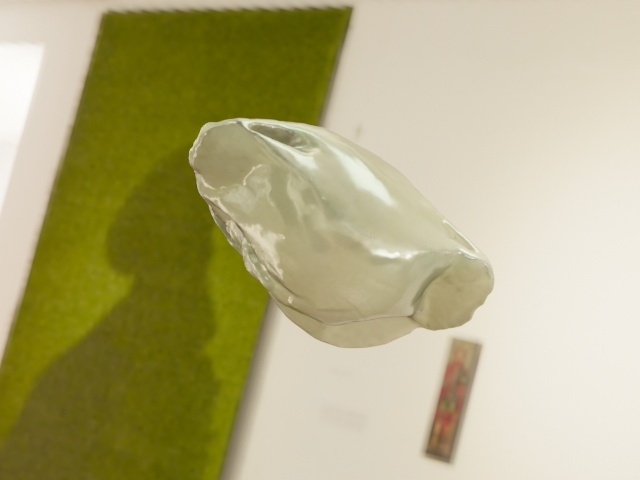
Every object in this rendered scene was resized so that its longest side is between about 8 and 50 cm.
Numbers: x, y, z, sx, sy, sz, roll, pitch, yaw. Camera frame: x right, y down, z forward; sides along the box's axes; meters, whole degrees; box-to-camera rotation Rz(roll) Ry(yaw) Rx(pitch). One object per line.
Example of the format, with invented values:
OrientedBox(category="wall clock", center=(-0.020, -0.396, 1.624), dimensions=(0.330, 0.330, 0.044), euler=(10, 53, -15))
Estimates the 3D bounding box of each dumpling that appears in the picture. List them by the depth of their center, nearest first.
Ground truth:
OrientedBox(category="dumpling", center=(0.000, 0.000, 1.018), dimensions=(0.229, 0.124, 0.151), euler=(37, -43, -13))
